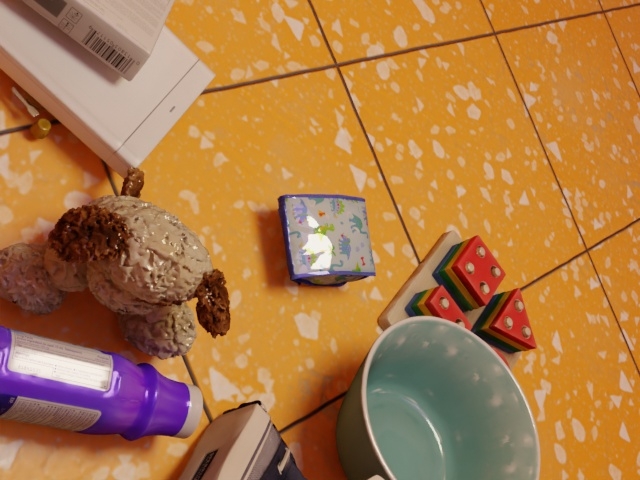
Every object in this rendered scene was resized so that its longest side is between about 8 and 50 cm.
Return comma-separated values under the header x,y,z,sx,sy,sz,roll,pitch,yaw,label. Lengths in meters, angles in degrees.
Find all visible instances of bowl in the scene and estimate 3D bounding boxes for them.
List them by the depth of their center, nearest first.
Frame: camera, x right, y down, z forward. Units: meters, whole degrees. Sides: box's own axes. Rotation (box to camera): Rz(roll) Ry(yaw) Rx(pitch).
x,y,z,sx,sy,sz,roll,pitch,yaw,label
0.146,0.283,1.233,0.311,0.163,0.312,19,51,-25,bowl

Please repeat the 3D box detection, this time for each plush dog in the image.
x,y,z,sx,sy,sz,roll,pitch,yaw,label
-0.208,0.018,0.984,0.262,0.225,0.211,27,80,-31,plush dog

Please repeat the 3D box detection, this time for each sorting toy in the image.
x,y,z,sx,sy,sz,roll,pitch,yaw,label
0.257,0.144,1.451,0.255,0.089,0.257,53,48,-12,sorting toy

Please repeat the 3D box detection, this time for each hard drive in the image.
x,y,z,sx,sy,sz,roll,pitch,yaw,label
-0.323,-0.275,1.125,0.353,0.047,0.233,43,46,-15,hard drive

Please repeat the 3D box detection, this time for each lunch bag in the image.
x,y,z,sx,sy,sz,roll,pitch,yaw,label
0.000,0.000,1.285,0.151,0.096,0.129,5,71,-49,lunch bag

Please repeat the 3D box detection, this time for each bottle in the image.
x,y,z,sx,sy,sz,roll,pitch,yaw,label
-0.270,0.170,0.978,0.282,0.118,0.092,20,62,-33,bottle

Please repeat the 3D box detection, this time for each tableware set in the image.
x,y,z,sx,sy,sz,roll,pitch,yaw,label
-0.323,-0.180,1.124,0.104,0.024,0.154,52,44,-7,tableware set

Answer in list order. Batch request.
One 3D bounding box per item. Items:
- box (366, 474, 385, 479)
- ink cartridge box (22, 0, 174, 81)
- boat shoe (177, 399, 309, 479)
x,y,z,sx,sy,sz,roll,pitch,yaw,label
-0.013,0.444,0.916,0.345,0.168,0.215,-18,123,-36,box
-0.289,-0.333,1.132,0.189,0.066,0.232,36,27,-22,ink cartridge box
-0.111,0.348,1.011,0.158,0.127,0.340,56,35,-14,boat shoe
